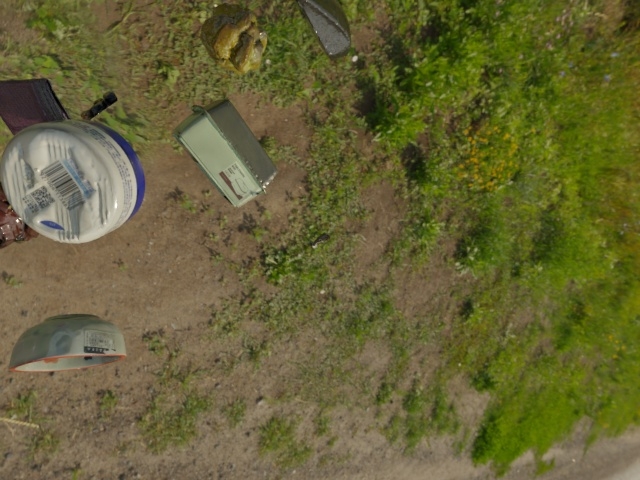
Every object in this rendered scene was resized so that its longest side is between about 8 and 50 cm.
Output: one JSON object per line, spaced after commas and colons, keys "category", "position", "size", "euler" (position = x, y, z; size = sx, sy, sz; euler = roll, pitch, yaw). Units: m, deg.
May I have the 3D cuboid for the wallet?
{"category": "wallet", "position": [-0.560, -0.254, 0.774], "size": [0.030, 0.165, 0.111], "euler": [-68, 155, -43]}

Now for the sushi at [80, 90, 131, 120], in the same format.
{"category": "sushi", "position": [-0.733, -0.449, 1.335], "size": [0.210, 0.193, 0.040], "euler": [-34, 120, 2]}

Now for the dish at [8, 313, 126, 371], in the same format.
{"category": "dish", "position": [-0.643, 0.261, 1.040], "size": [0.256, 0.256, 0.118], "euler": [8, 63, -41]}

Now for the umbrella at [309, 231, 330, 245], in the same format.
{"category": "umbrella", "position": [0.000, -0.002, 1.109], "size": [0.083, 0.031, 0.020], "euler": [-27, 142, -49]}

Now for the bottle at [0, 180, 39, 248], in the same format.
{"category": "bottle", "position": [-0.657, -0.072, 0.871], "size": [0.271, 0.143, 0.156], "euler": [-49, 160, -49]}

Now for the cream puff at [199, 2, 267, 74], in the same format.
{"category": "cream puff", "position": [-0.298, -0.712, 1.417], "size": [0.243, 0.196, 0.245], "euler": [-2, 96, -21]}

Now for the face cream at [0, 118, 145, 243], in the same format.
{"category": "face cream", "position": [-0.426, -0.101, 0.697], "size": [0.205, 0.111, 0.206], "euler": [2, 112, 4]}

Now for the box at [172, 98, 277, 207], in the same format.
{"category": "box", "position": [-0.266, -0.246, 1.125], "size": [0.166, 0.220, 0.291], "euler": [-41, 119, -10]}

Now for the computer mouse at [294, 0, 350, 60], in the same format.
{"category": "computer mouse", "position": [-0.005, -0.520, 0.890], "size": [0.087, 0.168, 0.295], "euler": [-33, 165, 15]}
